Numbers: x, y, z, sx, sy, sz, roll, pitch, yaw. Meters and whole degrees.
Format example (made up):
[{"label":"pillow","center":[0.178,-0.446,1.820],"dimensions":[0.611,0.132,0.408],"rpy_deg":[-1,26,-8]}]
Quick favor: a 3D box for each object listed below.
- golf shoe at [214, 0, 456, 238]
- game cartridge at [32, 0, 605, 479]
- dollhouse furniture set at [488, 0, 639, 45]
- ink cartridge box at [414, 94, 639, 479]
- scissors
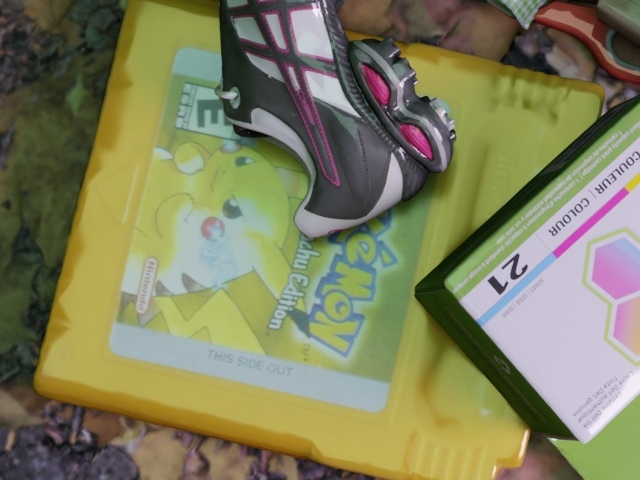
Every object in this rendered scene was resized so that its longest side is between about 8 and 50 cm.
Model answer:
[{"label":"golf shoe","center":[-0.030,-0.132,1.133],"dimensions":[0.120,0.105,0.273],"rpy_deg":[-35,83,5]},{"label":"game cartridge","center":[0.000,0.000,1.188],"dimensions":[0.323,0.053,0.285],"rpy_deg":[12,84,6]},{"label":"dollhouse furniture set","center":[0.180,-0.237,1.138],"dimensions":[0.301,0.151,0.197],"rpy_deg":[35,83,11]},{"label":"ink cartridge box","center":[0.215,0.062,1.119],"dimensions":[0.189,0.097,0.255],"rpy_deg":[-42,93,-9]},{"label":"scissors","center":[0.137,-0.157,1.212],"dimensions":[0.297,0.021,0.109],"rpy_deg":[1,84,3]}]
